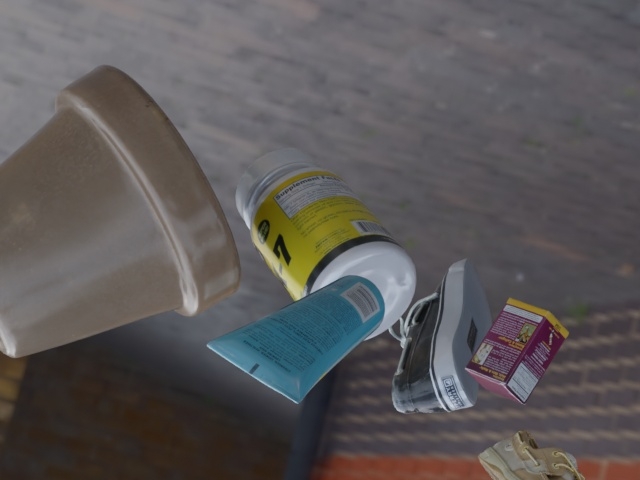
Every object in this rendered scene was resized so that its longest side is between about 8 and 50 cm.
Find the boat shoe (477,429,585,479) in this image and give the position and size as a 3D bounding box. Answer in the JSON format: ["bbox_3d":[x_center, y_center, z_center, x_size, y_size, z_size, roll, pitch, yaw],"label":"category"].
[{"bbox_3d":[0.188,0.198,1.440,0.063,0.059,0.170,51,174,-23],"label":"boat shoe"}]

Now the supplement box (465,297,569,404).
[{"bbox_3d":[0.184,0.103,1.614,0.055,0.083,0.043,21,163,48],"label":"supplement box"}]

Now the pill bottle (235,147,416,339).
[{"bbox_3d":[0.000,0.000,1.764,0.119,0.119,0.208,25,-162,-42],"label":"pill bottle"}]

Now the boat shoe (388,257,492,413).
[{"bbox_3d":[0.144,0.121,2.115,0.105,0.306,0.113,-16,116,18],"label":"boat shoe"}]

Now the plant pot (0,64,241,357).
[{"bbox_3d":[-0.242,-0.008,1.680,0.263,0.229,0.263,51,160,26],"label":"plant pot"}]

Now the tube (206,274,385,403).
[{"bbox_3d":[-0.009,0.074,1.334,0.080,0.052,0.207,27,-160,16],"label":"tube"}]
